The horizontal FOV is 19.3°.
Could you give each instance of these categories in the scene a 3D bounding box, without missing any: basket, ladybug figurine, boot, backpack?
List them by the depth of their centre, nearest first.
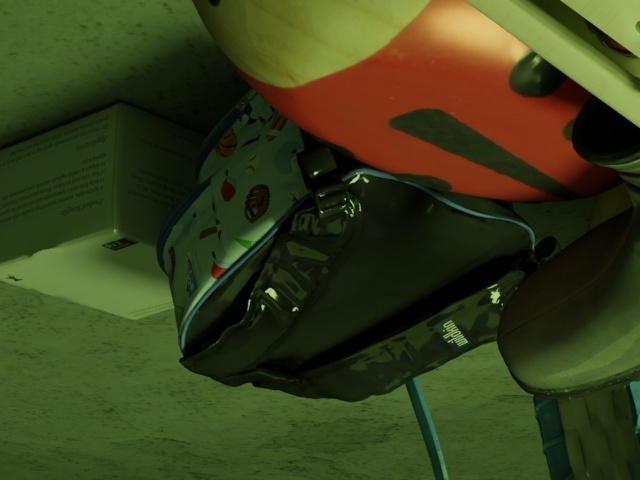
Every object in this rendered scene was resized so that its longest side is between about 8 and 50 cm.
[{"bbox_3d":[0.212,-0.029,1.193,0.338,0.118,0.223,-34,144,22],"label":"boot"},{"bbox_3d":[0.095,-0.137,1.231,0.449,0.162,0.305,20,153,-41],"label":"ladybug figurine"},{"bbox_3d":[0.000,0.000,1.502,0.276,0.213,0.263,24,122,-37],"label":"backpack"},{"bbox_3d":[0.224,0.162,1.594,0.289,0.255,0.201,-11,165,-14],"label":"basket"}]

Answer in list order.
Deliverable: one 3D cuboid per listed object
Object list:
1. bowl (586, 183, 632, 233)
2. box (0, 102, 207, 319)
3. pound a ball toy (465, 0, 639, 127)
[{"bbox_3d":[0.342,-0.053,1.420,0.289,0.156,0.289,2,176,0],"label":"bowl"},{"bbox_3d":[-0.169,-0.020,1.646,0.181,0.119,0.182,-16,154,41],"label":"box"},{"bbox_3d":[0.151,-0.197,1.029,0.319,0.208,0.136,34,151,-10],"label":"pound a ball toy"}]
